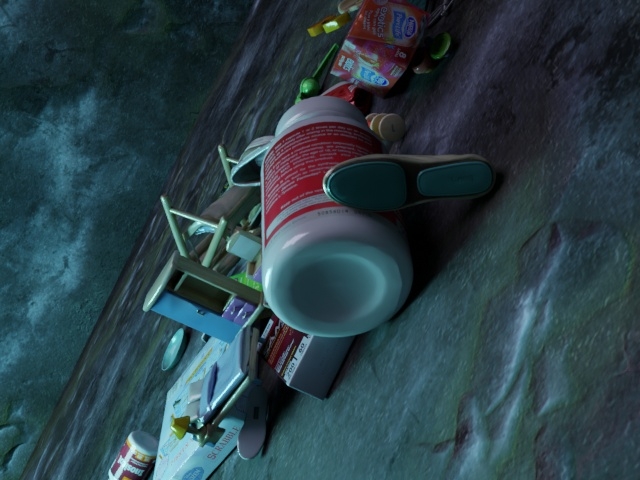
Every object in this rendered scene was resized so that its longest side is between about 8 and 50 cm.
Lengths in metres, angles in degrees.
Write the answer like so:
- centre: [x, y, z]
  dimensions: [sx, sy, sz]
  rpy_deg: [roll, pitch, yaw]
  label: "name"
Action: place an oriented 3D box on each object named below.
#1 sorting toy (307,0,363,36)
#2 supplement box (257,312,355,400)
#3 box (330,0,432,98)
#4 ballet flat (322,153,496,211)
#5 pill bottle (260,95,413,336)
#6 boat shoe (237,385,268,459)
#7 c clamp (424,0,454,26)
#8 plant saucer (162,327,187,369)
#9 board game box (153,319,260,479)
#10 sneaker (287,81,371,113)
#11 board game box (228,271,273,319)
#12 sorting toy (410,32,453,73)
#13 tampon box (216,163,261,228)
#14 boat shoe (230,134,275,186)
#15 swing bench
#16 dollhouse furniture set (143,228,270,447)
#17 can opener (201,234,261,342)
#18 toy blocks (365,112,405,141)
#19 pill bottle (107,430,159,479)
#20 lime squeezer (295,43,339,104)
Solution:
- centre: [0.121, -0.534, 1.910]
  dimensions: [0.307, 0.041, 0.229]
  rpy_deg: [-35, 20, -14]
  label: "sorting toy"
- centre: [-0.031, 0.176, 1.555]
  dimensions: [0.130, 0.073, 0.239]
  rpy_deg: [-64, 18, -2]
  label: "supplement box"
- centre: [0.112, -0.378, 1.739]
  dimensions: [0.257, 0.128, 0.122]
  rpy_deg: [153, 142, -83]
  label: "box"
- centre: [0.126, -0.090, 1.293]
  dimensions: [0.086, 0.249, 0.086]
  rpy_deg: [179, 90, -86]
  label: "ballet flat"
- centre: [0.015, -0.058, 1.470]
  dimensions: [0.229, 0.229, 0.407]
  rpy_deg: [-50, 27, 31]
  label: "pill bottle"
- centre: [-0.117, 0.334, 1.621]
  dimensions: [0.040, 0.049, 0.142]
  rpy_deg: [87, -169, -54]
  label: "boat shoe"
- centre: [0.249, -0.496, 1.803]
  dimensions: [0.137, 0.022, 0.160]
  rpy_deg: [-48, 25, 48]
  label: "c clamp"
- centre: [-0.382, 0.291, 2.367]
  dimensions: [0.119, 0.021, 0.119]
  rpy_deg: [-52, 22, 31]
  label: "plant saucer"
- centre: [-0.236, 0.346, 1.859]
  dimensions: [0.318, 0.066, 0.318]
  rpy_deg: [-51, 22, 29]
  label: "board game box"
- centre: [0.015, -0.278, 1.922]
  dimensions: [0.221, 0.087, 0.128]
  rpy_deg: [-41, 19, -17]
  label: "sneaker"
- centre: [-0.127, 0.107, 1.829]
  dimensions: [0.260, 0.039, 0.124]
  rpy_deg: [-16, 42, 39]
  label: "board game box"
- centre: [0.216, -0.349, 1.674]
  dimensions: [0.102, 0.042, 0.061]
  rpy_deg: [-27, 54, 40]
  label: "sorting toy"
- centre: [-0.196, -0.109, 2.295]
  dimensions: [0.161, 0.102, 0.120]
  rpy_deg: [-65, 19, -4]
  label: "tampon box"
- centre: [-0.061, -0.170, 1.850]
  dimensions: [0.321, 0.118, 0.103]
  rpy_deg: [-4, 36, 45]
  label: "boat shoe"
- centre: [-0.224, -0.039, 2.039]
  dimensions: [0.253, 0.165, 0.254]
  rpy_deg: [-53, -24, -46]
  label: "swing bench"
- centre: [-0.201, 0.164, 1.601]
  dimensions: [0.286, 0.198, 0.303]
  rpy_deg: [-53, 21, 33]
  label: "dollhouse furniture set"
- centre: [-0.170, 0.129, 2.005]
  dimensions: [0.095, 0.076, 0.283]
  rpy_deg: [39, 103, 37]
  label: "can opener"
- centre: [0.099, -0.187, 1.726]
  dimensions: [0.123, 0.054, 0.148]
  rpy_deg: [-65, 18, 0]
  label: "toy blocks"
- centre: [-0.445, 0.533, 2.118]
  dimensions: [0.152, 0.086, 0.086]
  rpy_deg: [-60, 20, 12]
  label: "pill bottle"
- centre: [-0.017, -0.383, 2.268]
  dimensions: [0.110, 0.059, 0.310]
  rpy_deg: [-45, 26, 42]
  label: "lime squeezer"
